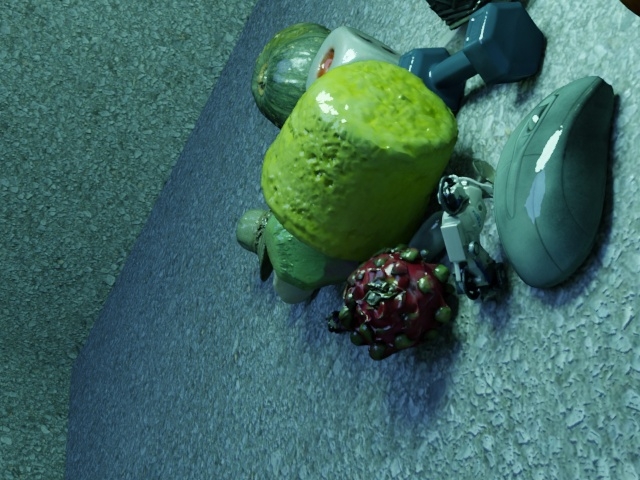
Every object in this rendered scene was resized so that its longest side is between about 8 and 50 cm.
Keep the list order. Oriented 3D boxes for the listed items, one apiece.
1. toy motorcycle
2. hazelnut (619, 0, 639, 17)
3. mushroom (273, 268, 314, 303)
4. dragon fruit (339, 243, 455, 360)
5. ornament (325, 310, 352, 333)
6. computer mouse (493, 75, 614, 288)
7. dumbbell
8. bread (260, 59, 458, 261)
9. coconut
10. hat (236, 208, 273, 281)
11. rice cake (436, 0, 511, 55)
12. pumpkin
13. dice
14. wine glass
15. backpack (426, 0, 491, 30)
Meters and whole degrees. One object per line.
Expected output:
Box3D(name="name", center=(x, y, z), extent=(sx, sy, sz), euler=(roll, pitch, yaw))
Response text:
Box3D(name="toy motorcycle", center=(0.248, -0.010, 1.430), extent=(0.102, 0.150, 0.221), euler=(-9, 103, 33))
Box3D(name="hazelnut", center=(0.504, -0.431, 1.030), extent=(0.429, 0.402, 0.402), euler=(10, 79, 61))
Box3D(name="mushroom", center=(-0.028, -0.017, 2.080), extent=(0.128, 0.128, 0.350), euler=(3, 71, 65))
Box3D(name="dragon fruit", center=(0.121, 0.113, 1.564), extent=(0.273, 0.198, 0.218), euler=(-32, 51, 55))
Box3D(name="ornament", center=(0.056, 0.161, 1.798), extent=(0.203, 0.081, 0.088), euler=(-30, 43, 55))
Box3D(name="computer mouse", center=(0.355, -0.110, 1.359), extent=(0.188, 0.122, 0.370), euler=(-23, 46, 58))
Box3D(name="dumbbell", center=(0.280, -0.342, 1.679), extent=(0.143, 0.156, 0.316), euler=(-44, 13, -27))
Box3D(name="bread", center=(0.077, -0.156, 1.657), extent=(0.307, 0.348, 0.348), euler=(120, 158, -45))
Box3D(name="coconut", center=(0.000, 0.000, 1.914), extent=(0.204, 0.236, 0.235), euler=(103, 176, -62))
Box3D(name="hat", center=(-0.161, -0.026, 2.256), extent=(0.252, 0.110, 0.252), euler=(16, -90, -82))
Box3D(name="rice cake", center=(0.355, -0.494, 1.750), extent=(0.365, 0.056, 0.072), euler=(-44, 23, 43))
Box3D(name="pumpkin", center=(-0.043, -0.437, 2.304), extent=(0.327, 0.258, 0.291), euler=(-113, 36, -51))
Box3D(name="dice", center=(0.088, -0.384, 2.061), extent=(0.193, 0.192, 0.194), euler=(-61, 23, 20))
Box3D(name="wine glass", center=(0.234, -0.037, 1.609), extent=(0.262, 0.074, 0.074), euler=(-53, 28, 33))
Box3D(name="backpack", center=(0.308, -0.558, 1.705), extent=(0.258, 0.133, 0.206), euler=(-54, 17, -8))
